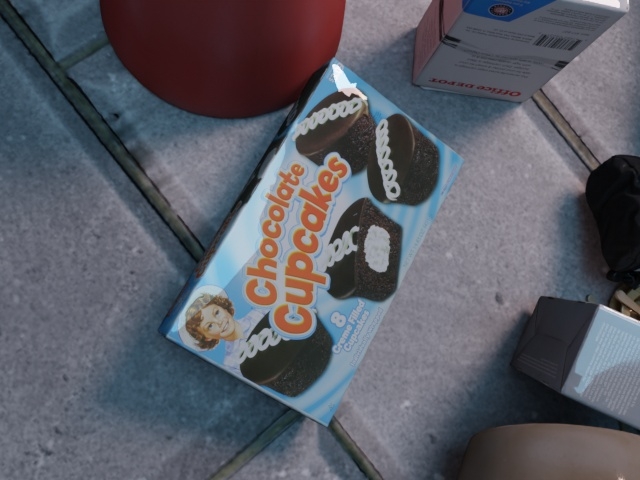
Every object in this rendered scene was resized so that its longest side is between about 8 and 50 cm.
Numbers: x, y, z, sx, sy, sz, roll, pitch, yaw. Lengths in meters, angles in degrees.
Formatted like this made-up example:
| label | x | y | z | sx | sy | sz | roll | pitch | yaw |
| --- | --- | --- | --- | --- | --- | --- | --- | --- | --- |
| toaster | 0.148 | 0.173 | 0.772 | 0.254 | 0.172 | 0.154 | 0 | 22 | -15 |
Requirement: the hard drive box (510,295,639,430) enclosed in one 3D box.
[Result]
| label | x | y | z | sx | sy | sz | roll | pitch | yaw |
| --- | --- | --- | --- | --- | --- | --- | --- | --- | --- |
| hard drive box | 0.330 | 0.143 | 0.629 | 0.232 | 0.181 | 0.089 | 25 | 89 | 3 |

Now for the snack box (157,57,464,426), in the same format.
| label | x | y | z | sx | sy | sz | roll | pitch | yaw |
| --- | --- | --- | --- | --- | --- | --- | --- | --- | --- |
| snack box | 0.000 | 0.000 | 0.657 | 0.187 | 0.060 | 0.322 | 33 | 76 | -18 |

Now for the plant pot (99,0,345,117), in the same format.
| label | x | y | z | sx | sy | sz | roll | pitch | yaw |
| --- | --- | --- | --- | --- | --- | --- | --- | --- | --- |
| plant pot | -0.087 | -0.287 | 0.619 | 0.275 | 0.243 | 0.275 | 2 | 79 | -11 |

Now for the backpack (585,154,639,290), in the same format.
| label | x | y | z | sx | sy | sz | roll | pitch | yaw |
| --- | --- | --- | --- | --- | --- | --- | --- | --- | --- |
| backpack | 0.409 | -0.024 | 0.725 | 0.182 | 0.115 | 0.152 | 6 | 67 | -15 |

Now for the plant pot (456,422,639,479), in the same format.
| label | x | y | z | sx | sy | sz | roll | pitch | yaw |
| --- | --- | --- | --- | --- | --- | --- | --- | --- | --- |
| plant pot | 0.220 | 0.324 | 0.561 | 0.323 | 0.323 | 0.280 | 13 | 61 | -8 |

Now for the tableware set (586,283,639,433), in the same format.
| label | x | y | z | sx | sy | sz | roll | pitch | yaw |
| --- | --- | --- | --- | --- | --- | --- | --- | --- | --- |
| tableware set | 0.391 | 0.140 | 0.735 | 0.128 | 0.039 | 0.194 | -10 | 82 | -12 |

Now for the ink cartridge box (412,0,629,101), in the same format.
| label | x | y | z | sx | sy | sz | roll | pitch | yaw |
| --- | --- | --- | --- | --- | --- | --- | --- | --- | --- |
| ink cartridge box | 0.199 | -0.235 | 0.684 | 0.148 | 0.203 | 0.086 | 7 | 77 | -10 |
